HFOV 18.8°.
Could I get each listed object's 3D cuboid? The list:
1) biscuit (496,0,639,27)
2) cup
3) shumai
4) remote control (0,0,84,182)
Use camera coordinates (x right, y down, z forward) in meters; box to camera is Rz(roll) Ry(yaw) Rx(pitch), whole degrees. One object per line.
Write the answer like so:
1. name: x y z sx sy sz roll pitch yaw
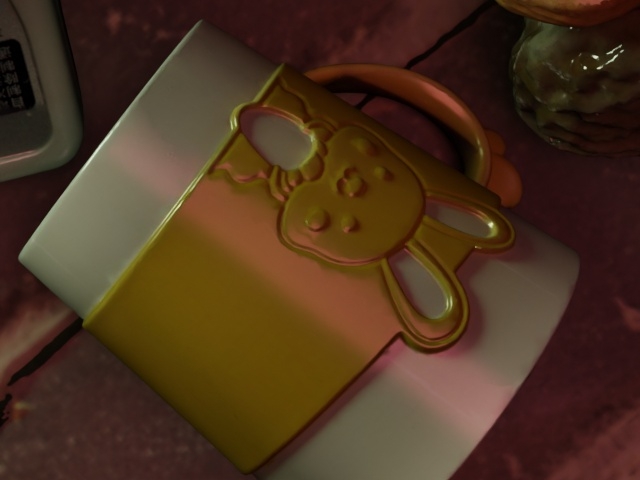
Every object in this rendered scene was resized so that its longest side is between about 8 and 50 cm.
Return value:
1. biscuit: 0.155 -0.245 0.913 0.205 0.049 0.324 -1 64 8
2. cup: 0.000 0.000 0.933 0.226 0.185 0.241 36 53 -6
3. shumai: 0.187 -0.140 0.966 0.206 0.166 0.175 -4 71 -15
4. remote control: -0.195 -0.147 0.859 0.140 0.056 0.296 -14 128 -7
